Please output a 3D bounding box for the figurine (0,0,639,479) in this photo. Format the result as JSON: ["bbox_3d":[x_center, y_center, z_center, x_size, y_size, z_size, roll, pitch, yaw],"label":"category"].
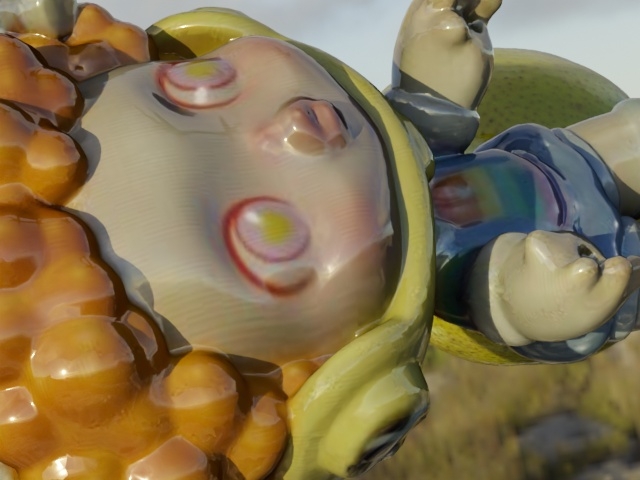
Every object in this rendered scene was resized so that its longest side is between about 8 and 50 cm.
[{"bbox_3d":[0.011,0.026,0.720,0.381,0.225,0.205,3,-34,-12],"label":"figurine"}]

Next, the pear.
[{"bbox_3d":[0.110,-0.022,1.116,0.198,0.198,0.198,-12,1,0],"label":"pear"}]
